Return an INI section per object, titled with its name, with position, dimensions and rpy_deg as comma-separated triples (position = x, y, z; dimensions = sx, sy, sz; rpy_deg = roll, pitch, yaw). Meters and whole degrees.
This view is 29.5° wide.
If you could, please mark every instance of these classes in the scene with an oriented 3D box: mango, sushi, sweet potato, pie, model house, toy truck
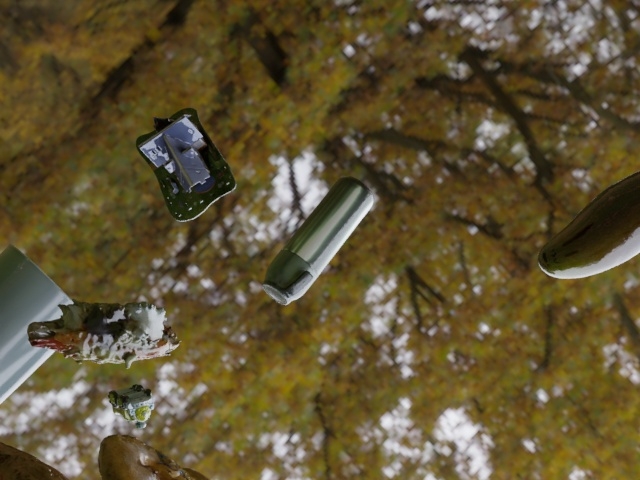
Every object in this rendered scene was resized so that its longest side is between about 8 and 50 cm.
[mango]
position = 0.466, -0.024, 1.925
dimensions = 0.267, 0.111, 0.133
rpy_deg = -36, -161, 8
[sushi]
position = -0.294, 0.127, 1.697
dimensions = 0.097, 0.226, 0.103
rpy_deg = 40, -57, 53
[sweet potato]
position = -0.359, 0.384, 1.677
dimensions = 0.106, 0.095, 0.354
rpy_deg = -30, -125, -28
[pie]
position = -0.294, 0.450, 2.137
dimensions = 0.069, 0.273, 0.273
rpy_deg = -37, -156, 17
[model house]
position = -0.215, -0.125, 1.803
dimensions = 0.117, 0.167, 0.088
rpy_deg = -31, 160, 8
[toy truck]
position = -0.392, 0.349, 2.536
dimensions = 0.076, 0.077, 0.111
rpy_deg = -11, -166, -34

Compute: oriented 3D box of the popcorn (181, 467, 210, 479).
[popcorn]
position = -0.296, 0.627, 2.491
dimensions = 0.349, 0.349, 0.381
rpy_deg = -48, -159, -7

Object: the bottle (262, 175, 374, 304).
[bottle]
position = 0.000, 0.000, 2.091
dimensions = 0.254, 0.079, 0.096
rpy_deg = -51, -150, -21

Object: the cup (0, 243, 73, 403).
[cup]
position = -0.616, 0.182, 2.277
dimensions = 0.312, 0.205, 0.205
rpy_deg = -46, -158, -13
